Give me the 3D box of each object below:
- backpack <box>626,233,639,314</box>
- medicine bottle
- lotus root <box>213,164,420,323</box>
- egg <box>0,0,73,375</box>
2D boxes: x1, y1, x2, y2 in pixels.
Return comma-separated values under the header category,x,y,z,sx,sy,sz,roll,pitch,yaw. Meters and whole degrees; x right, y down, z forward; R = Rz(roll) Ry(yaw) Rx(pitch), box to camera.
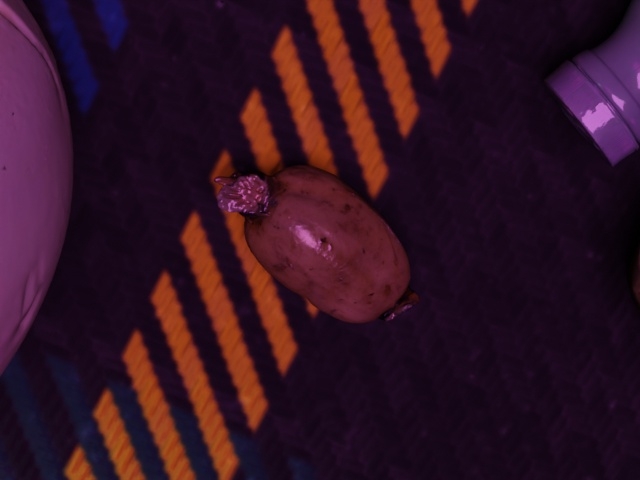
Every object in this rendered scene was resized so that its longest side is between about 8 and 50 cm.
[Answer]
category,x,y,z,sx,sy,sz,roll,pitch,yaw
backpack,0.319,0.007,1.078,0.253,0.140,0.207,-43,83,7
medicine bottle,0.235,-0.135,1.070,0.216,0.090,0.090,-39,107,4
lotus root,0.000,0.000,1.093,0.152,0.063,0.072,33,109,-18
egg,-0.278,-0.007,0.916,0.283,0.345,0.283,12,135,12
